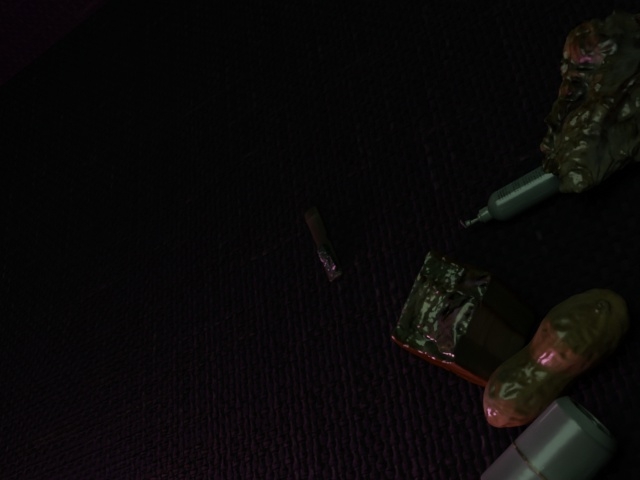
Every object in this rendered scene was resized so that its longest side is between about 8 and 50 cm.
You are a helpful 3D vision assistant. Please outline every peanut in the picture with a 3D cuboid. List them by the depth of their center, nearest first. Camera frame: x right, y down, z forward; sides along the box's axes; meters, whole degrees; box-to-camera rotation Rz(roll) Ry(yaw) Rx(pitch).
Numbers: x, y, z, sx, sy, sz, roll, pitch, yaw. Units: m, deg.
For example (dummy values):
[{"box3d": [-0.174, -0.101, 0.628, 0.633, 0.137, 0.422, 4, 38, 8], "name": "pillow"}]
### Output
[{"box3d": [0.334, 0.171, 1.194, 0.263, 0.117, 0.101, -48, 36, 13], "name": "peanut"}]

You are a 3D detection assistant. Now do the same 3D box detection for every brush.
[{"box3d": [0.000, 0.000, 1.635, 0.034, 0.027, 0.190, -36, 47, 17], "name": "brush"}]

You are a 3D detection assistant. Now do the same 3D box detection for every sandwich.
[{"box3d": [0.183, 0.107, 1.295, 0.227, 0.198, 0.155, 20, 81, 45], "name": "sandwich"}]

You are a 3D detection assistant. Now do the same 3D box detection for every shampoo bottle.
[{"box3d": [0.324, -0.070, 1.378, 0.195, 0.056, 0.056, -30, 50, 25], "name": "shampoo bottle"}]

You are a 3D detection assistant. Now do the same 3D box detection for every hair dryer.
[{"box3d": [0.382, 0.380, 1.062, 0.173, 0.107, 0.357, -49, 54, 11], "name": "hair dryer"}]

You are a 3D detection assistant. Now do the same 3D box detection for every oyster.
[{"box3d": [0.458, -0.232, 1.289, 0.201, 0.107, 0.355, 12, 74, 22], "name": "oyster"}]
